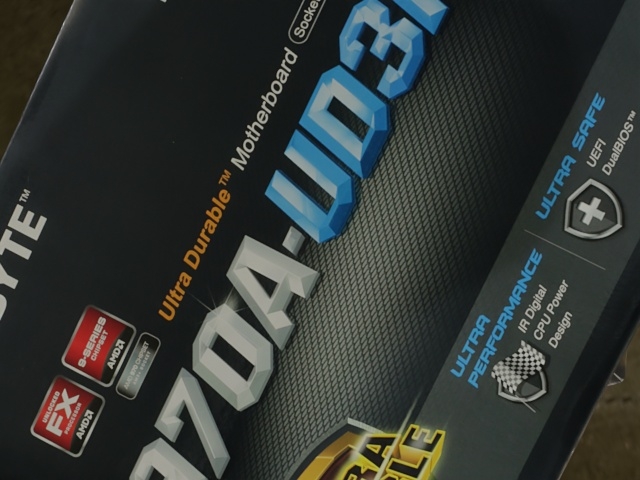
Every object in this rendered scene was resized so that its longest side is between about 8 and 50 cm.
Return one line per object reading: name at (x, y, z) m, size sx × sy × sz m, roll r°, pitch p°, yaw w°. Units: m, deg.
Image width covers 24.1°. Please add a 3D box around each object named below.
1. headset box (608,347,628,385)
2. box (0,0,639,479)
headset box at (0.017, -0.086, 0.659) m, size 0.110 × 0.293 × 0.218 m, roll -11°, pitch 118°, yaw -22°
box at (0.000, 0.000, 0.418) m, size 0.175 × 0.051 × 0.220 m, roll 27°, pitch 96°, yaw 6°
